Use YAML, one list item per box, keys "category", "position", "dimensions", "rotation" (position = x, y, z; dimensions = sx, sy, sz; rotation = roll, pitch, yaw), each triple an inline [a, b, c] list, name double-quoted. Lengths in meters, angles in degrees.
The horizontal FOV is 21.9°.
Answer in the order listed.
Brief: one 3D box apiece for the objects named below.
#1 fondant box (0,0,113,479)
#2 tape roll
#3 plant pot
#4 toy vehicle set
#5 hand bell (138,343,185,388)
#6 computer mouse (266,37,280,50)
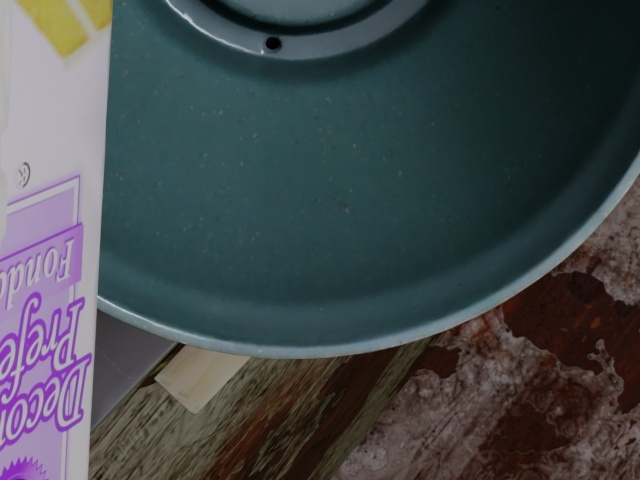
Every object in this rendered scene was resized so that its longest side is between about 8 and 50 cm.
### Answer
- category: "fondant box"
  position: [-0.159, -0.024, 0.467]
  dimensions: [0.238, 0.096, 0.330]
  rotation: [-30, 130, -61]
- category: "tape roll"
  position: [-0.112, 0.039, 1.006]
  dimensions: [0.219, 0.072, 0.219]
  rotation: [-46, -179, 1]
- category: "plant pot"
  position: [-0.009, -0.125, 0.682]
  dimensions: [0.293, 0.293, 0.196]
  rotation: [-58, -167, 20]
- category: "toy vehicle set"
  position: [0.000, 0.000, 1.104]
  dimensions: [0.267, 0.035, 0.166]
  rotation: [-46, -179, 0]
- category: "hand bell"
  position: [-0.079, 0.060, 1.303]
  dimensions: [0.242, 0.126, 0.126]
  rotation: [-27, 154, -35]
- category: "computer mouse"
  position: [-0.031, -0.152, 0.959]
  dimensions: [0.184, 0.060, 0.262]
  rotation: [-47, 175, -35]
